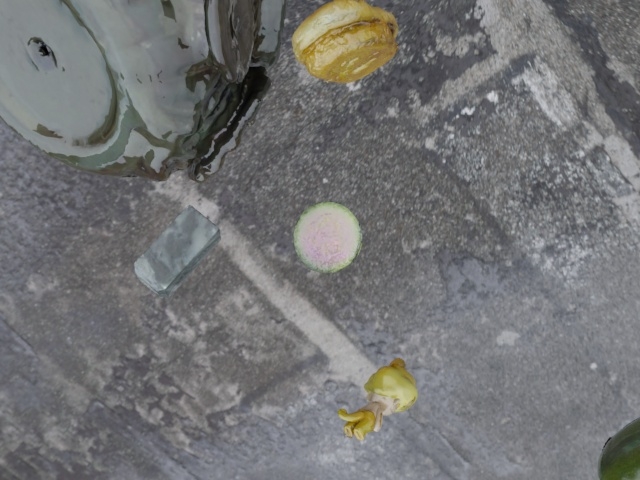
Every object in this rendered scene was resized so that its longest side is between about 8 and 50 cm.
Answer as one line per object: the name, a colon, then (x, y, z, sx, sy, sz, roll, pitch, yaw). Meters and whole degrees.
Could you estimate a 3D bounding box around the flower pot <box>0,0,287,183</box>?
flower pot: (-0.160, -0.197, 0.504, 0.301, 0.213, 0.302, 19, 139, 17)

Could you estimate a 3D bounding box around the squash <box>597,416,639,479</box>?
squash: (0.315, 0.151, 0.445, 0.087, 0.087, 0.332, 22, 151, 3)

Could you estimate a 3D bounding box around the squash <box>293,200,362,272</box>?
squash: (-0.003, -0.008, 0.896, 0.105, 0.132, 0.105, -1, 93, -14)

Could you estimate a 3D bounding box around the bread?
bread: (0.054, -0.422, 1.257, 0.198, 0.236, 0.120, -24, 81, 39)

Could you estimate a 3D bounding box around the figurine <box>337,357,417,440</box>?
figurine: (0.153, 0.398, 1.481, 0.156, 0.246, 0.131, -4, 114, 44)

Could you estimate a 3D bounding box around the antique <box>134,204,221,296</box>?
antique: (-0.299, 0.027, 1.234, 0.086, 0.183, 0.088, 38, 164, 4)
